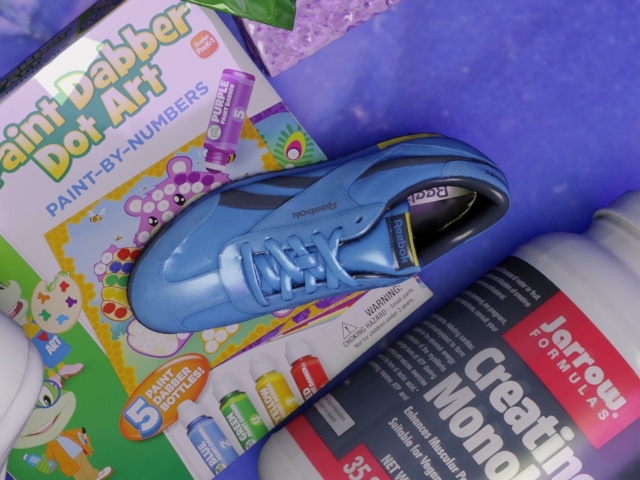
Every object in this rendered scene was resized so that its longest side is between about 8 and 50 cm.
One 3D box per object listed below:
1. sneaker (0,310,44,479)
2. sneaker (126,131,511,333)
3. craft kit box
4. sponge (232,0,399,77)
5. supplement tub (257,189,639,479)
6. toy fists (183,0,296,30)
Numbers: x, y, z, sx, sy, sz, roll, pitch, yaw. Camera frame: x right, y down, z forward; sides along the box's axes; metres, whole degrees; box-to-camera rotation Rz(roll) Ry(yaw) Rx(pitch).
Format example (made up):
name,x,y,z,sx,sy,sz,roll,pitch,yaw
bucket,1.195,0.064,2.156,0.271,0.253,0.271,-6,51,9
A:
name,x,y,z,sx,sy,sz,roll,pitch,yaw
sneaker,-0.187,0.159,0.844,0.169,0.108,0.292,29,123,-25
sneaker,0.000,0.000,0.839,0.209,0.082,0.069,-20,112,-9
craft kit box,-0.105,0.015,0.883,0.250,0.061,0.246,-40,110,-3
sponge,-0.025,-0.206,0.856,0.117,0.031,0.210,-30,111,-7
supplement tub,0.119,0.117,0.903,0.272,0.191,0.191,-37,112,-4
toy fists,-0.116,-0.202,0.766,0.279,0.096,0.142,15,97,2
